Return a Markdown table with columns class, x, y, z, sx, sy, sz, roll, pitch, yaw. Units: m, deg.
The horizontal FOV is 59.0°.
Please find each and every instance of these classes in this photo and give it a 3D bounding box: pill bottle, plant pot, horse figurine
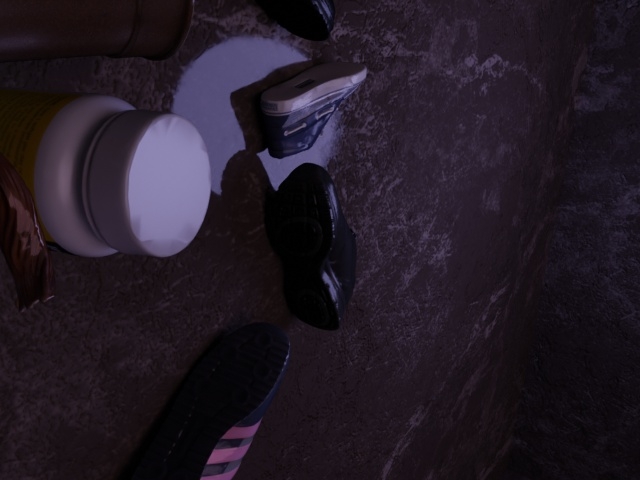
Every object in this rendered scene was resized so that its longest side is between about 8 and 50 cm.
| class | x | y | z | sx | sy | sz | roll | pitch | yaw |
| --- | --- | --- | --- | --- | --- | --- | --- | --- | --- |
| pill bottle | -0.196 | -0.052 | 0.420 | 0.119 | 0.208 | 0.119 | 9 | 90 | -70 |
| plant pot | -0.208 | -0.203 | 0.413 | 0.165 | 0.167 | 0.167 | -28 | 126 | -37 |
| horse figurine | -0.272 | -0.033 | 0.340 | 0.066 | 0.263 | 0.174 | -66 | 162 | -60 |

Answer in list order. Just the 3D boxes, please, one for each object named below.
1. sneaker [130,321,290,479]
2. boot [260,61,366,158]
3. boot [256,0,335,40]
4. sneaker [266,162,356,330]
| class | x | y | z | sx | sy | sz | roll | pitch | yaw |
| --- | --- | --- | --- | --- | --- | --- | --- | --- | --- |
| sneaker | -0.143 | 0.259 | 0.762 | 0.319 | 0.112 | 0.131 | -54 | 159 | -21 |
| boot | -0.008 | -0.185 | 0.787 | 0.190 | 0.069 | 0.086 | -32 | 136 | -34 |
| boot | -0.022 | -0.383 | 0.643 | 0.246 | 0.094 | 0.207 | 38 | 76 | -48 |
| sneaker | 0.000 | 0.000 | 0.855 | 0.130 | 0.109 | 0.286 | -53 | 149 | -42 |
